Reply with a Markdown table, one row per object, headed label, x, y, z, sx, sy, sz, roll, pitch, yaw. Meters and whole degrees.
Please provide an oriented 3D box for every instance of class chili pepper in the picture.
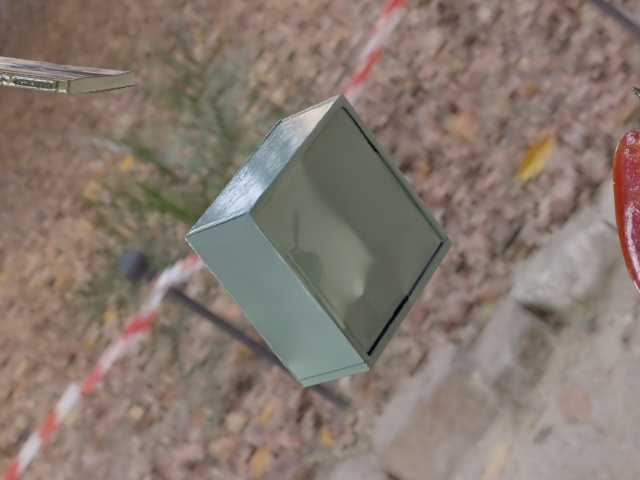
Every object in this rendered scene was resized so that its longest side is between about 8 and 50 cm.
| label | x | y | z | sx | sy | sz | roll | pitch | yaw |
| --- | --- | --- | --- | --- | --- | --- | --- | --- | --- |
| chili pepper | 0.343 | -0.033 | 1.800 | 0.063 | 0.071 | 0.272 | 27 | -123 | -66 |

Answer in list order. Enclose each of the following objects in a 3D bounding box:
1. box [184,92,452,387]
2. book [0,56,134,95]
| label | x | y | z | sx | sy | sz | roll | pitch | yaw |
| --- | --- | --- | --- | --- | --- | --- | --- | --- | --- |
| box | 0.000 | 0.000 | 1.911 | 0.117 | 0.225 | 0.225 | -19 | 25 | 44 |
| book | -0.278 | -0.148 | 1.493 | 0.138 | 0.198 | 0.016 | -25 | -57 | -71 |
